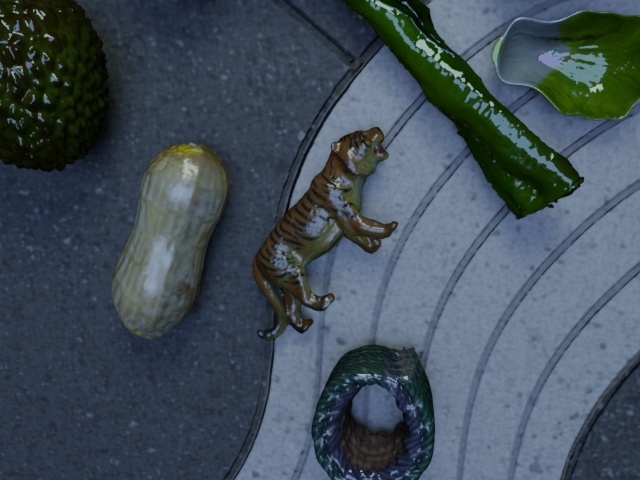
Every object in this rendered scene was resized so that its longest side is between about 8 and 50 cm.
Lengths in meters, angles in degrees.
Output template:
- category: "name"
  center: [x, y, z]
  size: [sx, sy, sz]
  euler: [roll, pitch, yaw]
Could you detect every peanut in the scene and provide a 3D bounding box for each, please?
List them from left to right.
- category: "peanut"
  center: [-0.150, 0.003, 0.607]
  size: [0.087, 0.087, 0.206]
  euler: [21, 104, 2]

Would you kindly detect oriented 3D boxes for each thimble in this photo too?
- category: "thimble"
  center: [0.054, 0.177, 0.616]
  size: [0.119, 0.090, 0.135]
  euler: [-1, 102, 7]

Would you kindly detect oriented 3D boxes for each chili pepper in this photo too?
- category: "chili pepper"
  center: [0.087, -0.161, 0.553]
  size: [0.359, 0.085, 0.076]
  euler: [45, 65, 1]

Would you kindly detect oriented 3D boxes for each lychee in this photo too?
- category: "lychee"
  center: [-0.268, -0.144, 0.556]
  size: [0.171, 0.171, 0.171]
  euler: [2, 102, 7]

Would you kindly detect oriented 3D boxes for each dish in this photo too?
- category: "dish"
  center: [0.221, -0.160, 0.549]
  size: [0.137, 0.039, 0.091]
  euler: [12, 108, 5]

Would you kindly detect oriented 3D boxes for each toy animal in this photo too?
- category: "toy animal"
  center: [0.000, 0.000, 0.608]
  size: [0.099, 0.057, 0.241]
  euler: [42, 106, 4]
